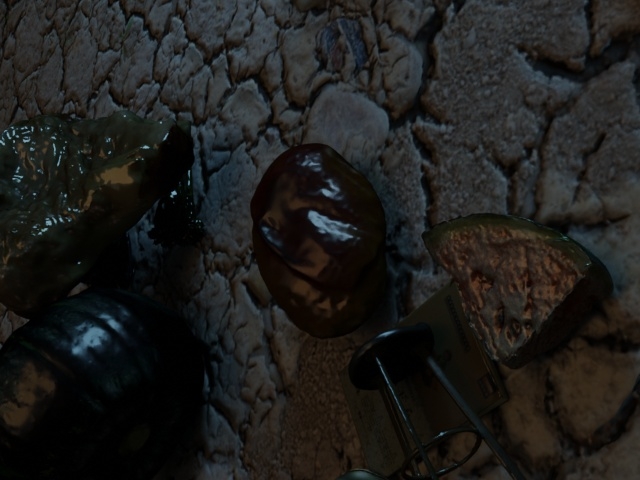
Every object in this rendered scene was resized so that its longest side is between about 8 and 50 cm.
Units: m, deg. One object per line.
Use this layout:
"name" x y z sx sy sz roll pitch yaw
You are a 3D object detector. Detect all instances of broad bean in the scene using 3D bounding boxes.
"broad bean" 0.003 0.000 1.075 0.156 0.122 0.228 -28 63 15

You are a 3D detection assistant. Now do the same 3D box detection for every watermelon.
"watermelon" 0.179 0.046 0.891 0.187 0.071 0.139 12 98 44

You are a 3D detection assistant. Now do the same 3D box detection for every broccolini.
"broccolini" -0.207 -0.073 1.418 0.058 0.074 0.201 -44 37 40

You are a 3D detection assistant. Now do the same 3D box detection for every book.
"book" 0.098 0.148 1.002 0.199 0.016 0.138 -44 50 36

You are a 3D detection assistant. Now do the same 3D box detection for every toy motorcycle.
"toy motorcycle" -0.363 0.054 1.526 0.159 0.106 0.270 -28 56 41

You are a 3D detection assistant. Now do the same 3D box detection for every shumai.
"shumai" -0.301 -0.054 1.349 0.283 0.217 0.346 -9 38 8

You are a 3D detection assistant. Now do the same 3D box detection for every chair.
"chair" 0.093 0.165 0.907 0.104 0.095 0.221 -38 48 13

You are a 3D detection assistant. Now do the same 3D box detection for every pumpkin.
"pumpkin" -0.311 0.206 1.271 0.238 0.315 0.315 31 107 23

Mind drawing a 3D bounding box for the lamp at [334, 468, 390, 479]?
"lamp" 0.030 0.374 0.945 0.203 0.125 0.283 23 99 54
